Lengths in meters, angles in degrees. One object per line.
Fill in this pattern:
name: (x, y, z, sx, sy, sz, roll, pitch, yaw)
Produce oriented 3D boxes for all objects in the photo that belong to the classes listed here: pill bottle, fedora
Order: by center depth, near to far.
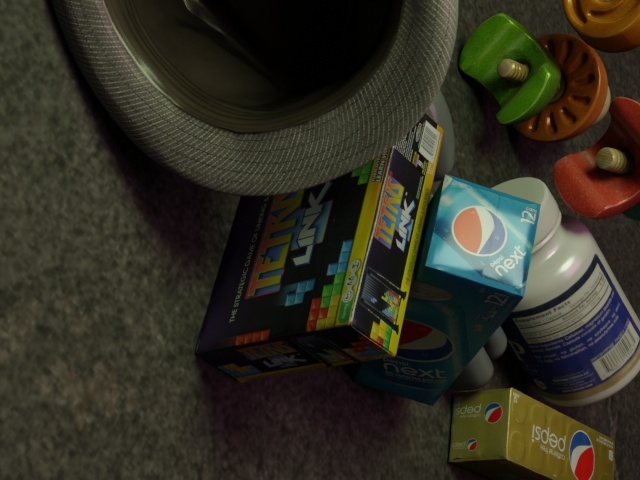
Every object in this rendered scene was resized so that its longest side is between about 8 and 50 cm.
fedora: (-0.040, -0.174, 0.782, 0.275, 0.244, 0.124, 60, 12, -9)
pill bottle: (0.197, 0.042, 1.064, 0.186, 0.112, 0.112, 56, 44, -25)

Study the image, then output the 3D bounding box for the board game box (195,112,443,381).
board game box: (0.000, 0.000, 0.809, 0.048, 0.141, 0.170, 37, 54, -36)

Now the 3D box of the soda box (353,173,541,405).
soda box: (0.082, 0.041, 0.853, 0.067, 0.210, 0.071, 17, 62, -3)

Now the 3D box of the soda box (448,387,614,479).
soda box: (0.184, 0.180, 1.057, 0.181, 0.058, 0.061, 28, 60, -43)

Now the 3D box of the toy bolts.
toy bolts: (0.272, -0.127, 1.075, 0.158, 0.218, 0.228, 10, 45, -45)

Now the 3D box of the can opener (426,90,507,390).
can opener: (0.082, -0.006, 0.961, 0.074, 0.093, 0.280, -51, 125, -45)
